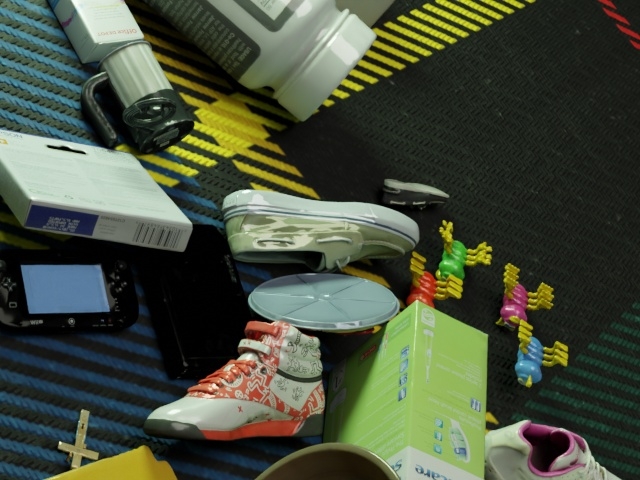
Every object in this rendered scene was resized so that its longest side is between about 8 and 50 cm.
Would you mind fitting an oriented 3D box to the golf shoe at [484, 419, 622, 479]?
[{"bbox_3d":[0.341,0.329,2.052,0.306,0.140,0.115,19,47,-29],"label":"golf shoe"}]

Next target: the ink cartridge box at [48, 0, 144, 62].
[{"bbox_3d":[-0.316,-0.313,2.081,0.088,0.052,0.122,-15,68,-44],"label":"ink cartridge box"}]

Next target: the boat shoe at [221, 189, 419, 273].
[{"bbox_3d":[0.000,0.000,2.074,0.302,0.109,0.094,7,70,-24],"label":"boat shoe"}]

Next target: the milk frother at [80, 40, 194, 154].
[{"bbox_3d":[-0.241,-0.202,1.989,0.129,0.143,0.134,-21,76,-38],"label":"milk frother"}]

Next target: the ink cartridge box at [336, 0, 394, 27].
[{"bbox_3d":[-0.026,-0.479,2.390,0.207,0.117,0.283,-4,62,-40],"label":"ink cartridge box"}]

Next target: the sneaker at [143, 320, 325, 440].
[{"bbox_3d":[-0.104,0.170,1.816,0.270,0.090,0.145,4,85,-43],"label":"sneaker"}]

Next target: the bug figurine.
[{"bbox_3d":[0.238,0.096,2.197,0.279,0.072,0.216,32,38,-8],"label":"bug figurine"}]

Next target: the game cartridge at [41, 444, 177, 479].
[{"bbox_3d":[-0.245,0.390,1.609,0.324,0.053,0.285,-13,68,-46],"label":"game cartridge"}]

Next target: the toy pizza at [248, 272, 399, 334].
[{"bbox_3d":[0.004,0.089,1.970,0.201,0.032,0.201,2,18,-1],"label":"toy pizza"}]

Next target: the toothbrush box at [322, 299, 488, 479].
[{"bbox_3d":[0.102,0.252,1.869,0.122,0.206,0.283,27,45,-21],"label":"toothbrush box"}]

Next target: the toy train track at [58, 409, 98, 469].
[{"bbox_3d":[-0.280,0.233,1.722,0.048,0.014,0.083,20,42,-17],"label":"toy train track"}]

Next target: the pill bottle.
[{"bbox_3d":[-0.108,-0.352,2.166,0.361,0.204,0.204,41,42,-6],"label":"pill bottle"}]

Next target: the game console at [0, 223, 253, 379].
[{"bbox_3d":[-0.246,0.075,1.848,0.361,0.044,0.213,1,59,-38],"label":"game console"}]

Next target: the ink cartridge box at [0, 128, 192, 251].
[{"bbox_3d":[-0.302,-0.065,1.876,0.223,0.045,0.224,9,22,-32],"label":"ink cartridge box"}]

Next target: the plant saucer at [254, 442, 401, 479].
[{"bbox_3d":[-0.009,0.353,1.611,0.041,0.278,0.278,42,36,-42],"label":"plant saucer"}]

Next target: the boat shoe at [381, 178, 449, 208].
[{"bbox_3d":[0.144,-0.067,2.271,0.125,0.038,0.046,7,13,-42],"label":"boat shoe"}]
